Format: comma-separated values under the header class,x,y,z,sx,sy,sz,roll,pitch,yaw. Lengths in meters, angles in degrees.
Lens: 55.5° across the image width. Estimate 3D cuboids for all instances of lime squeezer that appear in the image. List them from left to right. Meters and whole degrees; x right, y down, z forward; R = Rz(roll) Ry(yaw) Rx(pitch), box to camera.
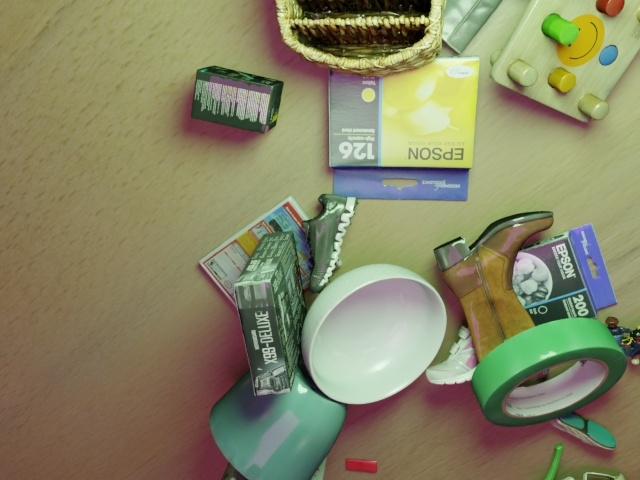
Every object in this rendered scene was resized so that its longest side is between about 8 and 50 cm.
class,x,y,z,sx,sy,sz,roll,pitch,yaw
lime squeezer,0.606,0.665,1.550,0.110,0.059,0.310,-27,104,-14

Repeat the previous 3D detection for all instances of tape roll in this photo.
class,x,y,z,sx,sy,sz,roll,pitch,yaw
tape roll,0.493,0.294,1.325,0.321,0.077,0.321,-9,139,-8

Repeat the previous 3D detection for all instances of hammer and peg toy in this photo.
class,x,y,z,sx,sy,sz,roll,pitch,yaw
hammer and peg toy,0.497,-0.406,1.082,0.266,0.127,0.361,16,117,-24

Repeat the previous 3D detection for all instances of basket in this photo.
class,x,y,z,sx,sy,sz,roll,pitch,yaw
basket,0.071,-0.423,1.101,0.299,0.223,0.213,6,92,13

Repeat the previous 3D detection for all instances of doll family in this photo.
class,x,y,z,sx,sy,sz,roll,pitch,yaw
doll family,0.713,0.208,1.344,0.193,0.076,0.111,-19,125,10

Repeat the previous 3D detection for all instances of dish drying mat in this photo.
class,x,y,z,sx,sy,sz,roll,pitch,yaw
dish drying mat,0.110,0.598,1.619,0.083,0.008,0.032,1,109,9

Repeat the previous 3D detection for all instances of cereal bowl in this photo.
class,x,y,z,sx,sy,sz,roll,pitch,yaw
cereal bowl,0.105,0.192,1.369,0.339,0.141,0.339,-11,121,-19

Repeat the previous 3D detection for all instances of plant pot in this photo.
class,x,y,z,sx,sy,sz,roll,pitch,yaw
plant pot,-0.075,0.400,1.436,0.293,0.293,0.235,37,104,-5

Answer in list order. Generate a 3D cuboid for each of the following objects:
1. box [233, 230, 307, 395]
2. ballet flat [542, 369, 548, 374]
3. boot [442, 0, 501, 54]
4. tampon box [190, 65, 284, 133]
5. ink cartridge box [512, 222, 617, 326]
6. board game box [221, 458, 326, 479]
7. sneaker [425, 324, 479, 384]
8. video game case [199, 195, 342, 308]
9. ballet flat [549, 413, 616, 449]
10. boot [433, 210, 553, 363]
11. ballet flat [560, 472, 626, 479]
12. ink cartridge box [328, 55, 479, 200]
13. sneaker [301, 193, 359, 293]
class,x,y,z,sx,sy,sz,roll,pitch,yaw
box,-0.094,0.142,1.296,0.076,0.307,0.242,-6,109,8
ballet flat,0.519,0.257,1.419,0.041,0.041,0.114,3,110,8
boot,0.331,-0.449,1.168,0.189,0.076,0.208,40,105,7
tampon box,-0.172,-0.296,1.277,0.161,0.120,0.101,14,111,4
ink cartridge box,0.530,0.090,1.348,0.208,0.045,0.206,-21,104,15
board game box,-0.115,0.584,1.490,0.224,0.303,0.097,34,111,-4
sneaker,0.347,0.245,1.400,0.252,0.103,0.111,-28,86,-1
video game case,-0.121,0.051,1.447,0.285,0.025,0.204,-34,101,19
ballet flat,0.629,0.456,1.470,0.168,0.057,0.052,30,139,1
boot,0.409,0.098,1.288,0.264,0.096,0.280,-25,92,6
ballet flat,0.637,0.612,1.483,0.248,0.086,0.086,-5,110,-7
ink cartridge box,0.168,-0.227,1.279,0.303,0.072,0.307,1,108,9
sneaker,0.000,0.000,1.360,0.106,0.078,0.234,19,94,-3
